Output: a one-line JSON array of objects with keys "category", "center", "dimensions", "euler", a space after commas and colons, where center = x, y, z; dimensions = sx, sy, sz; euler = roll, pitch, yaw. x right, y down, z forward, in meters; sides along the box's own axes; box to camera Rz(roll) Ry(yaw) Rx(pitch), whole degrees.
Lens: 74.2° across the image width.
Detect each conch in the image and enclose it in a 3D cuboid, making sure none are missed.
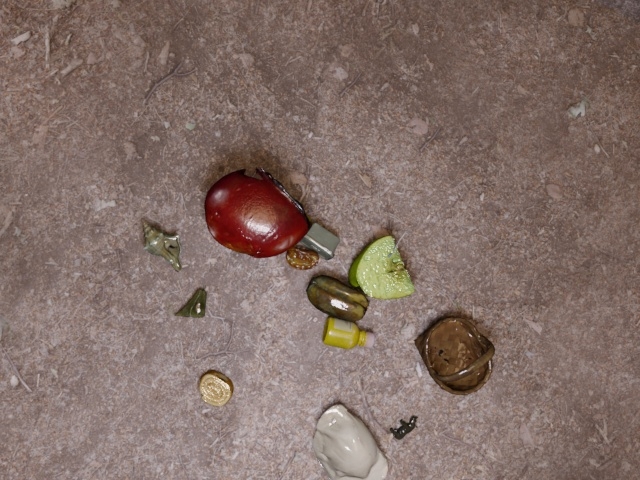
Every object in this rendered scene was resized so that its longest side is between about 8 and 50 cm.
[{"category": "conch", "center": [-0.657, 0.010, 1.778], "dimensions": [0.137, 0.114, 0.234], "euler": [-50, 128, 3]}]

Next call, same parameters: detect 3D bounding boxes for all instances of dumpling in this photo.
[{"category": "dumpling", "center": [0.104, 0.878, 1.772], "dimensions": [0.260, 0.181, 0.341], "euler": [-38, 113, 1]}]

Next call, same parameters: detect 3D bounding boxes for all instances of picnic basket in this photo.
[{"category": "picnic basket", "center": [0.592, 0.494, 1.781], "dimensions": [0.293, 0.337, 0.337], "euler": [-31, 90, -8]}]

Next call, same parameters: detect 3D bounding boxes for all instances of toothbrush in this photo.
[{"category": "toothbrush", "center": [0.322, 0.018, 1.778], "dimensions": [0.013, 0.011, 0.131], "euler": [38, 81, -20]}]

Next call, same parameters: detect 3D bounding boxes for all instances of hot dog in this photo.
[{"category": "hot dog", "center": [-0.079, 0.078, 1.851], "dimensions": [0.147, 0.065, 0.099], "euler": [17, 115, -6]}]

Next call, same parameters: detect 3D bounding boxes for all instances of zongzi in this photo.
[{"category": "zongzi", "center": [-0.549, 0.248, 1.797], "dimensions": [0.130, 0.062, 0.154], "euler": [2, 80, 5]}]

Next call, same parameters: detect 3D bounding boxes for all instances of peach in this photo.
[{"category": "peach", "center": [-0.242, -0.102, 1.711], "dimensions": [0.416, 0.339, 0.353], "euler": [-2, 82, 0]}]

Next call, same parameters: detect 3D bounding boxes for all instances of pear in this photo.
[{"category": "pear", "center": [0.251, 0.144, 1.844], "dimensions": [0.292, 0.159, 0.292], "euler": [0, 83, -4]}]

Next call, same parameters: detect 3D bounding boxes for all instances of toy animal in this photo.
[{"category": "toy animal", "center": [0.377, 0.823, 1.868], "dimensions": [0.135, 0.047, 0.065], "euler": [-36, 96, -9]}]

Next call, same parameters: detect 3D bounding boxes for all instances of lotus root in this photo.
[{"category": "lotus root", "center": [0.067, 0.251, 1.804], "dimensions": [0.275, 0.160, 0.152], "euler": [26, 73, 7]}]

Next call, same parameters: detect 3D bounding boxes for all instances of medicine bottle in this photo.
[{"category": "medicine bottle", "center": [0.123, 0.409, 1.827], "dimensions": [0.212, 0.122, 0.122], "euler": [14, 85, -6]}]

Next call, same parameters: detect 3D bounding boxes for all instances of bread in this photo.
[{"category": "bread", "center": [-0.439, 0.622, 1.771], "dimensions": [0.149, 0.073, 0.122], "euler": [32, 85, -4]}]

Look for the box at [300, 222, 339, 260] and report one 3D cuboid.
[{"category": "box", "center": [0.000, 0.000, 1.846], "dimensions": [0.172, 0.124, 0.093], "euler": [35, 73, -5]}]
